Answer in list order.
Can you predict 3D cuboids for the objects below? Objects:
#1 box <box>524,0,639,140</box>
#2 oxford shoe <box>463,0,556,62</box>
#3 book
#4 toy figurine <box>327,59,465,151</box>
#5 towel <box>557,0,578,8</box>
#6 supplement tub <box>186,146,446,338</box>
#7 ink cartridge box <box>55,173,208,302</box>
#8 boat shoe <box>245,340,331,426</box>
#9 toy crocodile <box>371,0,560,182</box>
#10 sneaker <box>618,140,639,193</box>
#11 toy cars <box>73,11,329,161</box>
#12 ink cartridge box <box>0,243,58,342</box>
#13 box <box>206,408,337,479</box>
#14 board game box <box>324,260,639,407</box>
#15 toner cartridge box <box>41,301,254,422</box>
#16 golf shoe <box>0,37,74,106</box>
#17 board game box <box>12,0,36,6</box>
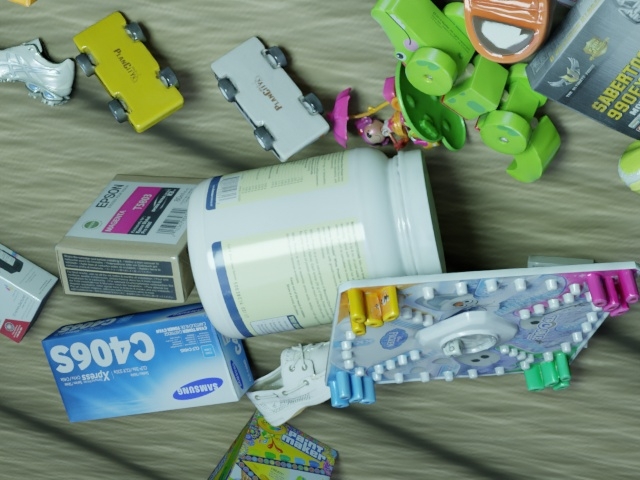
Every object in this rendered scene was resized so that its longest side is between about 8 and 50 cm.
[{"bbox_3d":[0.399,-0.252,1.261,0.183,0.056,0.231,21,127,-21],"label":"box"},{"bbox_3d":[0.237,-0.401,1.214,0.130,0.133,0.363,10,107,22],"label":"oxford shoe"},{"bbox_3d":[0.364,0.092,1.544,0.096,0.035,0.144,5,123,16],"label":"book"},{"bbox_3d":[0.093,-0.172,1.420,0.159,0.130,0.173,-12,144,37],"label":"toy figurine"},{"bbox_3d":[0.383,-0.364,1.245,0.144,0.029,0.197,20,128,2],"label":"towel"},{"bbox_3d":[0.000,0.000,1.410,0.325,0.235,0.235,-10,119,9],"label":"supplement tub"},{"bbox_3d":[-0.261,-0.009,1.530,0.193,0.234,0.088,4,123,12],"label":"ink cartridge box"},{"bbox_3d":[-0.028,0.220,1.697,0.096,0.098,0.277,41,125,-13],"label":"boat shoe"},{"bbox_3d":[0.197,-0.207,1.331,0.340,0.115,0.105,37,152,-21],"label":"toy crocodile"},{"bbox_3d":[0.520,-0.131,1.335,0.240,0.091,0.126,-35,126,31],"label":"sneaker"},{"bbox_3d":[-0.169,-0.209,1.439,0.394,0.176,0.087,12,160,8],"label":"toy cars"},{"bbox_3d":[-0.571,0.080,1.773,0.175,0.072,0.127,32,126,-6],"label":"ink cartridge box"},{"bbox_3d":[-0.134,0.515,1.808,0.177,0.279,0.290,30,125,-5],"label":"box"},{"bbox_3d":[0.210,0.145,1.424,0.390,0.050,0.390,-4,153,-5],"label":"board game box"},{"bbox_3d":[-0.304,0.211,1.760,0.348,0.075,0.165,-11,105,22],"label":"toner cartridge box"},{"bbox_3d":[-0.452,-0.274,1.528,0.176,0.069,0.086,23,105,-4],"label":"golf shoe"},{"bbox_3d":[-0.406,-0.538,1.151,0.356,0.356,0.356,18,125,4],"label":"board game box"}]
